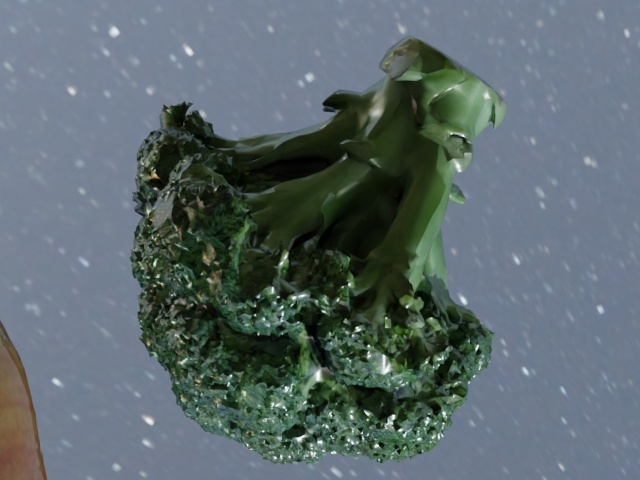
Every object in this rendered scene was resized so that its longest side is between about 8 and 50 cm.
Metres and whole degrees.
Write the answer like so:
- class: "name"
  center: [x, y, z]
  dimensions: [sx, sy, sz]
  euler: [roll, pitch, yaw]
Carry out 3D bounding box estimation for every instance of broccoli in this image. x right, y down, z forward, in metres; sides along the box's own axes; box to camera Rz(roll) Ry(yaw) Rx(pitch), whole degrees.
- class: "broccoli"
  center: [0.000, 0.000, 1.002]
  dimensions: [0.270, 0.270, 0.270]
  euler: [40, -80, 32]

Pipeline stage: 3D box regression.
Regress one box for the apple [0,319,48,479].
- class: "apple"
  center: [-0.189, 0.085, 0.528]
  dimensions: [0.188, 0.211, 0.211]
  euler: [-8, -125, -25]
